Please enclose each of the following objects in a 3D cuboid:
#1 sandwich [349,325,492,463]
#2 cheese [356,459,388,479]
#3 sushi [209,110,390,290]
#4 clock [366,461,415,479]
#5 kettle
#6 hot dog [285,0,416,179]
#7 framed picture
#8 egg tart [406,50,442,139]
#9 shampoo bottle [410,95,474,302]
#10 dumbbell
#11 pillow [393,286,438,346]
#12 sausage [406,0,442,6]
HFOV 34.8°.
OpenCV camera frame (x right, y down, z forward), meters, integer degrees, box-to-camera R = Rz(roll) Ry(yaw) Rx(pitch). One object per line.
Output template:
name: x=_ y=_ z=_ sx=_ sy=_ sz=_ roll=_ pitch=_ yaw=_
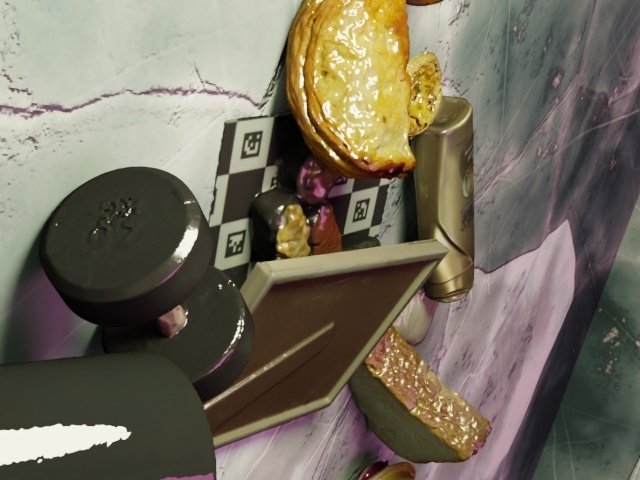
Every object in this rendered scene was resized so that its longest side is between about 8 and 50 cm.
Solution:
sandwich: x=0.122 y=0.256 z=1.715 sx=0.099 sy=0.288 sz=0.254 roll=-49 pitch=-167 yaw=-19
cheese: x=0.079 y=0.458 z=1.876 sx=0.145 sy=0.038 sz=0.095 roll=-38 pitch=140 yaw=-34
sushi: x=0.000 y=0.000 z=1.297 sx=0.359 sy=0.064 sz=0.343 roll=-16 pitch=125 yaw=-49
clock: x=0.098 y=0.502 z=1.854 sx=0.237 sy=0.057 sz=0.237 roll=-33 pitch=148 yaw=-24
kettle: x=-0.283 y=0.200 z=0.824 sx=0.308 sy=0.262 sz=0.203 roll=3 pitch=75 yaw=-44
hot dog: x=0.039 y=-0.196 z=1.197 sx=0.175 sy=0.114 sz=0.259 roll=-1 pitch=85 yaw=-50
framed picture: x=-0.026 y=0.139 z=1.322 sx=0.326 sy=0.028 sz=0.446 roll=-55 pitch=156 yaw=22
egg tart: x=0.126 y=-0.208 z=1.434 sx=0.129 sy=0.049 sz=0.128 roll=-34 pitch=135 yaw=-43
shampoo bottle: x=0.197 y=-0.052 z=1.610 sx=0.125 sy=0.084 sz=0.350 roll=-46 pitch=141 yaw=-41
dumbbell: x=-0.161 y=0.050 z=0.988 sx=0.152 sy=0.152 sz=0.218 roll=-54 pitch=150 yaw=-24
pillow: x=0.185 y=0.076 z=1.766 sx=0.148 sy=0.050 sz=0.229 roll=25 pitch=87 yaw=-55
sausage: x=0.113 y=-0.393 z=1.209 sx=0.109 sy=0.109 sz=0.270 roll=-50 pitch=148 yaw=-31
